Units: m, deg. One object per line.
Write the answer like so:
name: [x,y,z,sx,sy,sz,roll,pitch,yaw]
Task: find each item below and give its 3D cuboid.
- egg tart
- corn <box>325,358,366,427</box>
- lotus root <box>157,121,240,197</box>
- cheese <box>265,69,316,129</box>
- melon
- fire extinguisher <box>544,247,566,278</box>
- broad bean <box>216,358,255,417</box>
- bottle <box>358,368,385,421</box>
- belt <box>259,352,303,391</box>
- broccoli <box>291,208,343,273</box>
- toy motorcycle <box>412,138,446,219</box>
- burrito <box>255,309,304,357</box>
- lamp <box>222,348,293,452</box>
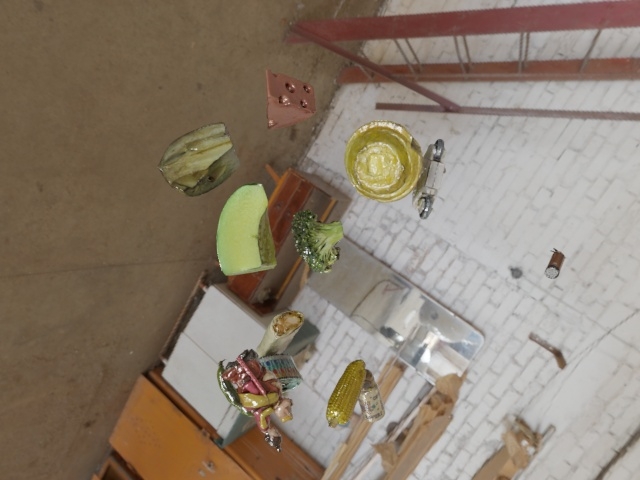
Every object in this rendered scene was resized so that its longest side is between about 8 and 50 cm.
egg tart: [0.209,-0.264,1.530,0.290,0.290,0.115,-65,174,25]
corn: [0.095,0.544,1.590,0.262,0.097,0.097,-59,164,-30]
lotus root: [-0.450,-0.296,1.694,0.314,0.210,0.142,-34,166,-20]
cheese: [-0.144,-0.481,1.593,0.202,0.128,0.177,6,158,-36]
melon: [-0.274,-0.045,1.787,0.331,0.226,0.344,-3,82,-50]
fire extinguisher: [0.882,0.080,1.676,0.177,0.062,0.050,-37,150,-46]
broad bean: [-0.283,0.503,1.480,0.069,0.227,0.039,-31,173,-25]
bottle: [0.197,0.630,1.820,0.097,0.209,0.110,-17,-164,-3]
belt: [-0.206,0.575,1.879,0.207,0.150,0.257,-37,148,21]
broccoli: [-0.025,0.005,2.281,0.334,0.271,0.324,-66,164,-80]
toy motorcycle: [0.452,-0.249,1.873,0.223,0.107,0.341,136,-33,-88]
burrito: [-0.188,0.427,1.964,0.143,0.105,0.299,-9,142,-43]
lamp: [-0.137,0.391,1.100,0.118,0.253,0.118,-36,178,-1]
